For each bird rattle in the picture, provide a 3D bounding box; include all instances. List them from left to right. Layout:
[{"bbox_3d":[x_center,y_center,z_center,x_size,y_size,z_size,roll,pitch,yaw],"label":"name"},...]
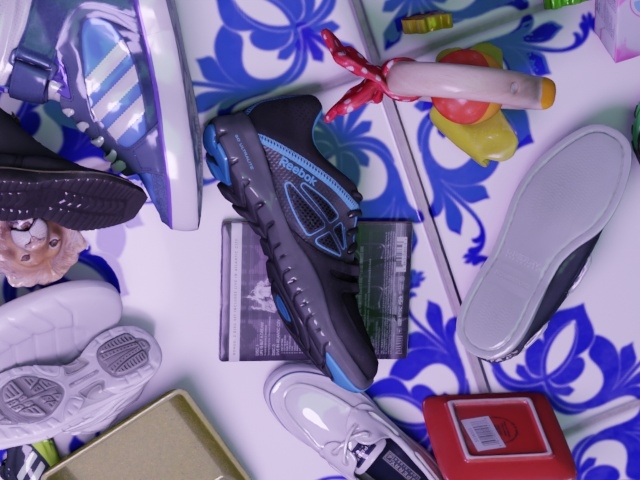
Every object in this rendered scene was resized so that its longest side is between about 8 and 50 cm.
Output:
[{"bbox_3d":[0.133,-0.174,1.614,0.254,0.207,0.143,15,84,-36],"label":"bird rattle"}]

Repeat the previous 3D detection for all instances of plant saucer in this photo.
[{"bbox_3d":[-0.196,0.266,1.713,0.188,0.045,0.188,-32,124,-2],"label":"plant saucer"}]

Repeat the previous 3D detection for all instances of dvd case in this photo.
[{"bbox_3d":[-0.006,0.059,1.738,0.221,0.018,0.164,0,102,-10],"label":"dvd case"}]

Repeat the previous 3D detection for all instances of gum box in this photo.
[{"bbox_3d":[0.365,-0.288,1.663,0.107,0.062,0.188,-18,142,-6],"label":"gum box"}]

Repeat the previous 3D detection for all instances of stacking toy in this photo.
[{"bbox_3d":[0.187,-0.331,1.679,0.221,0.052,0.166,-12,105,-9],"label":"stacking toy"}]

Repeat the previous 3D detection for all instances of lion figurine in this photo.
[{"bbox_3d":[-0.465,-0.003,1.604,0.392,0.142,0.240,-24,113,10],"label":"lion figurine"}]

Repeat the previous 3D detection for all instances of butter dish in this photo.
[{"bbox_3d":[0.201,0.262,1.763,0.160,0.160,0.118,-1,125,-10],"label":"butter dish"}]

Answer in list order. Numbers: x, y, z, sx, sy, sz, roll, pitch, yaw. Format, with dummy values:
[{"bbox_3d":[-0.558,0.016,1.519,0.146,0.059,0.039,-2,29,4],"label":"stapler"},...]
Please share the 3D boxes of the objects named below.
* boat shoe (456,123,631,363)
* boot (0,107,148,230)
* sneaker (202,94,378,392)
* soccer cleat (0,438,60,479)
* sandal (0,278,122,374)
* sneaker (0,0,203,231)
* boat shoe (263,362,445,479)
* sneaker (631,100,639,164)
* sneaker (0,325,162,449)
[{"bbox_3d":[0.260,0.004,1.738,0.114,0.091,0.302,38,95,21],"label":"boat shoe"},{"bbox_3d":[-0.283,-0.086,1.548,0.198,0.137,0.077,9,131,-40],"label":"boot"},{"bbox_3d":[0.000,0.000,1.650,0.140,0.125,0.340,-24,91,-17],"label":"sneaker"},{"bbox_3d":[-0.323,0.272,1.711,0.072,0.060,0.178,-17,97,4],"label":"soccer cleat"},{"bbox_3d":[-0.415,0.137,1.636,0.416,0.169,0.102,-30,63,-8],"label":"sandal"},{"bbox_3d":[-0.259,-0.153,1.608,0.236,0.130,0.322,-8,107,1],"label":"sneaker"},{"bbox_3d":[0.048,0.232,1.744,0.258,0.084,0.095,32,97,-16],"label":"boat shoe"},{"bbox_3d":[0.500,-0.186,1.709,0.343,0.146,0.134,-40,105,1],"label":"sneaker"},{"bbox_3d":[-0.280,0.185,1.651,0.232,0.090,0.115,-20,148,-26],"label":"sneaker"}]
